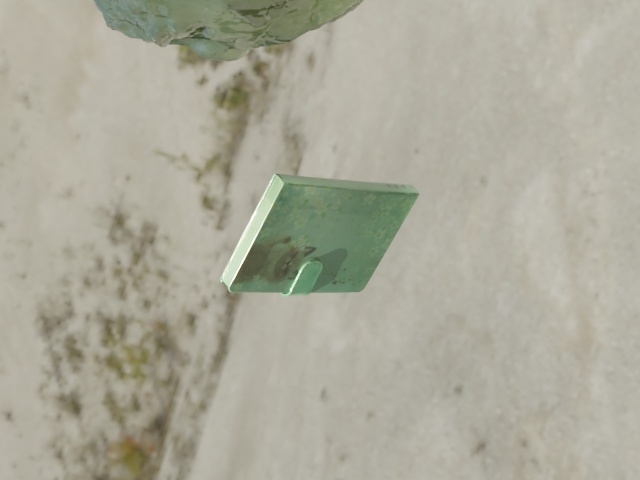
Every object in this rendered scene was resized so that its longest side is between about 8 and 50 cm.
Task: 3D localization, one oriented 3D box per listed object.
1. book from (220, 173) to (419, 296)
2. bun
[{"bbox_3d":[0.000,0.000,0.977,0.017,0.135,0.103,50,123,36],"label":"book"},{"bbox_3d":[-0.070,-0.173,0.803,0.213,0.204,0.126,-4,-70,-50],"label":"bun"}]
